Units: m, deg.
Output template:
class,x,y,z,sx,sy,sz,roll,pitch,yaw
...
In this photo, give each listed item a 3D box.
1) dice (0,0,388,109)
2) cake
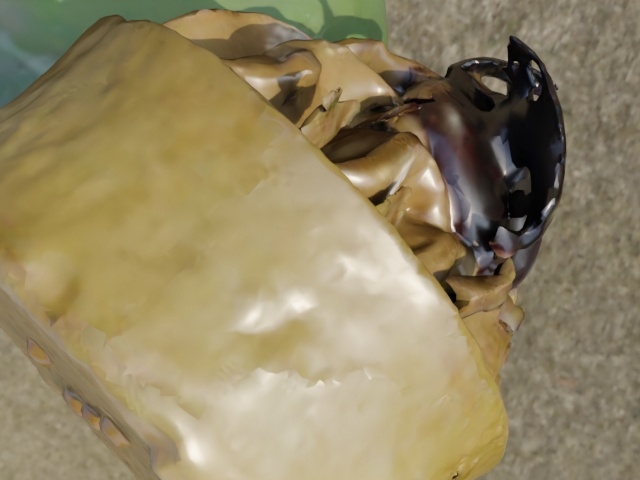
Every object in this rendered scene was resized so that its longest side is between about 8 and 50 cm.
class,x,y,z,sx,sy,sz,roll,pitch,yaw
dice,-0.144,-0.184,0.995,0.318,0.330,0.322,-14,162,-13
cake,-0.005,-0.007,0.688,0.332,0.321,0.332,42,162,17
